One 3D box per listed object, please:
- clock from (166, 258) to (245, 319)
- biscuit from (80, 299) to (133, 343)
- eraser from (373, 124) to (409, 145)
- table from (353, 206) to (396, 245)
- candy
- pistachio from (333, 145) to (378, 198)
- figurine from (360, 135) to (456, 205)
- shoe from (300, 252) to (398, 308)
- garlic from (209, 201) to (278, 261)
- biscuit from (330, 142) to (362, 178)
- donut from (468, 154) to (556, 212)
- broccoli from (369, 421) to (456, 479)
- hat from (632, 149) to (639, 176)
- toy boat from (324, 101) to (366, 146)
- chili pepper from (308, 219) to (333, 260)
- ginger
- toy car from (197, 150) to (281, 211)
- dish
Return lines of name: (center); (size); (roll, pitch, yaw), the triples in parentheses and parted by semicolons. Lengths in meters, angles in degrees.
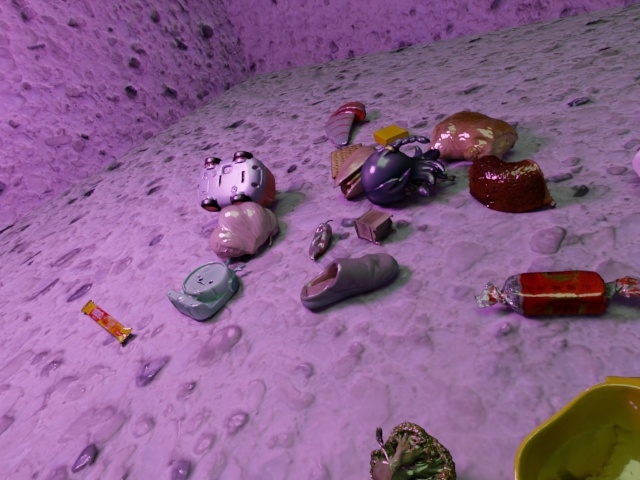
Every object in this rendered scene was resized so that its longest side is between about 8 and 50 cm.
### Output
clock: (-0.308, 0.120, 1.139); (0.159, 0.065, 0.211); (11, 44, 37)
biscuit: (-0.618, 0.232, 1.179); (0.292, 0.026, 0.048); (13, 65, 40)
eraser: (0.275, -0.406, 1.598); (0.097, 0.045, 0.122); (-25, 33, -7)
table: (0.151, -0.038, 1.123); (0.079, 0.062, 0.083); (-38, 37, -25)
candy: (0.447, 0.100, 0.777); (0.292, 0.059, 0.086); (-5, 40, 22)
pistachio: (0.134, -0.227, 1.353); (0.223, 0.126, 0.152); (-48, 8, -28)
figurine: (0.252, -0.205, 1.226); (0.265, 0.197, 0.175); (-30, -1, -9)
shoe: (0.060, 0.079, 0.974); (0.251, 0.100, 0.103); (-25, 33, -2)
garlic: (-0.240, -0.047, 1.276); (0.229, 0.142, 0.178); (-32, 33, -32)
biscuit: (0.106, -0.308, 1.571); (0.139, 0.016, 0.231); (-14, 34, 9)
donut: (0.486, -0.146, 1.057); (0.144, 0.126, 0.186); (-26, 33, 4)
broccoli: (0.124, 0.326, 0.572); (0.130, 0.120, 0.131); (-16, 62, 43)
hat: (0.806, -0.189, 0.921); (0.126, 0.203, 0.203); (-37, 34, 2)
toy boat: (0.098, -0.497, 1.807); (0.206, 0.096, 0.282); (-10, 47, 27)
chili pepper: (0.001, 0.000, 1.169); (0.050, 0.041, 0.153); (-17, 45, 43)
ginger: (0.471, -0.312, 1.290); (0.276, 0.130, 0.221); (-8, 44, 27)
toy car: (-0.284, -0.182, 1.436); (0.271, 0.212, 0.180); (-6, 75, 25)
dish: (0.371, 0.305, 0.482); (0.262, 0.108, 0.221); (-36, 36, -19)
